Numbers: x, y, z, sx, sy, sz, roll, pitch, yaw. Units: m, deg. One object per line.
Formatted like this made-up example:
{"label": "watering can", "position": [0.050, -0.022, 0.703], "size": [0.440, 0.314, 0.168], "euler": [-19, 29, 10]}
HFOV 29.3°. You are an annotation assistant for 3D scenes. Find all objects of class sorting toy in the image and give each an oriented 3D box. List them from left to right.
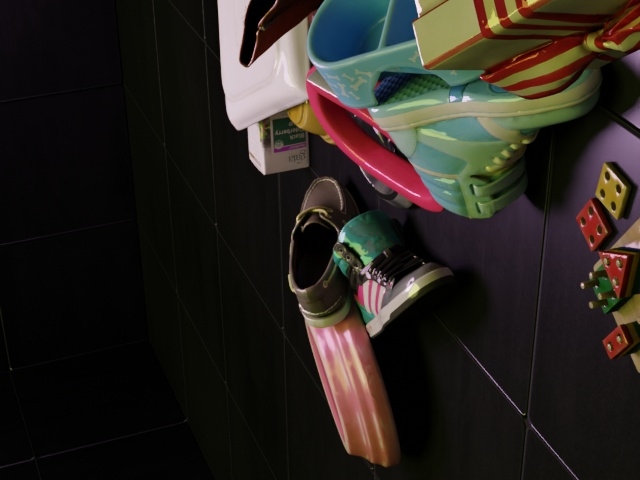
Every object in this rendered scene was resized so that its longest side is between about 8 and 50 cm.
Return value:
{"label": "sorting toy", "position": [0.328, 0.054, 1.302], "size": [0.132, 0.046, 0.274], "euler": [116, 140, -61]}

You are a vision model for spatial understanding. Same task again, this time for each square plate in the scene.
{"label": "square plate", "position": [-0.108, -0.381, 2.081], "size": [0.347, 0.049, 0.344], "euler": [170, 97, -66]}

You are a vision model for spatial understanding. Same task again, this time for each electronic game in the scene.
{"label": "electronic game", "position": [0.095, -0.156, 1.863], "size": [0.229, 0.048, 0.229], "euler": [56, 159, 35]}

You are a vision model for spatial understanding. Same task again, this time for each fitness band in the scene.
{"label": "fitness band", "position": [0.081, -0.147, 1.681], "size": [0.291, 0.054, 0.209], "euler": [38, 168, 40]}

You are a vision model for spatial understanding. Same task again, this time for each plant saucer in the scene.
{"label": "plant saucer", "position": [0.047, 0.231, 2.082], "size": [0.332, 0.084, 0.332], "euler": [163, 90, -85]}

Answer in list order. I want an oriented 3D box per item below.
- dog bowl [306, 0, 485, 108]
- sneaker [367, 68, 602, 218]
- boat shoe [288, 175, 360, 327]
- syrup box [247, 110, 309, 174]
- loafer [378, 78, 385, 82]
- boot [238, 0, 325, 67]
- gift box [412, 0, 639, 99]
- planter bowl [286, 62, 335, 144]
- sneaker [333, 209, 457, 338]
{"label": "dog bowl", "position": [0.104, -0.255, 1.417], "size": [0.297, 0.074, 0.166], "euler": [-8, 59, 43]}
{"label": "sneaker", "position": [0.223, -0.121, 1.434], "size": [0.319, 0.127, 0.208], "euler": [2, 135, 50]}
{"label": "boat shoe", "position": [0.004, -0.001, 2.020], "size": [0.091, 0.109, 0.305], "euler": [61, -156, -44]}
{"label": "syrup box", "position": [-0.082, -0.250, 2.270], "size": [0.096, 0.093, 0.237], "euler": [-132, 35, -56]}
{"label": "loafer", "position": [0.099, -0.233, 1.676], "size": [0.366, 0.130, 0.134], "euler": [-133, 35, -58]}
{"label": "boot", "position": [-0.022, -0.329, 1.776], "size": [0.096, 0.280, 0.264], "euler": [35, 144, 4]}
{"label": "gift box", "position": [0.240, -0.277, 1.056], "size": [0.255, 0.276, 0.258], "euler": [-25, 73, 58]}
{"label": "planter bowl", "position": [-0.009, -0.251, 2.057], "size": [0.217, 0.090, 0.217], "euler": [168, 90, -72]}
{"label": "sneaker", "position": [0.107, 0.033, 1.852], "size": [0.178, 0.124, 0.295], "euler": [65, 161, 9]}
